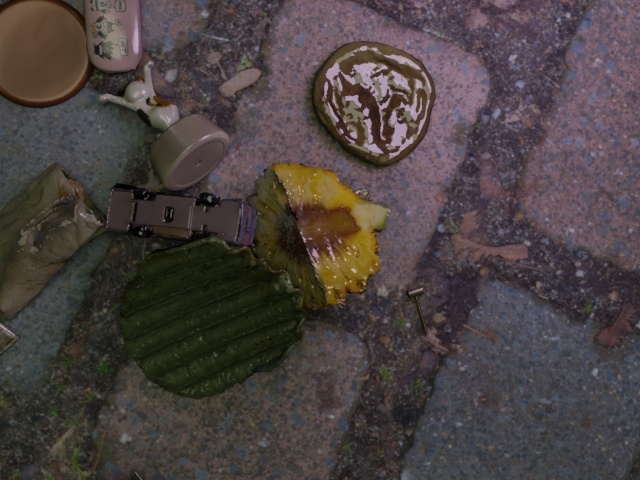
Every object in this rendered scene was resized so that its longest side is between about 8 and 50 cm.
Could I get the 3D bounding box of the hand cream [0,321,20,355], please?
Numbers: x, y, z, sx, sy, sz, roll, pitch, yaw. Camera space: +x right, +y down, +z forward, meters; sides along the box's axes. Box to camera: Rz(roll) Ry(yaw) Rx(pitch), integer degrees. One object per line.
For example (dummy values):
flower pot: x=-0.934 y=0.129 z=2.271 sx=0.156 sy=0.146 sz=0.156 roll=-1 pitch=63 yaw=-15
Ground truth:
hand cream: x=-0.716 y=0.177 z=1.758 sx=0.061 sy=0.039 sz=0.143 roll=-41 pitch=102 yaw=-6

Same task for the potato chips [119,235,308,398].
potato chips: x=-0.241 y=0.160 z=1.695 sx=0.429 sy=0.070 sz=0.358 roll=-25 pitch=115 yaw=22

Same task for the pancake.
pancake: x=0.124 y=-0.322 z=1.865 sx=0.294 sy=0.049 sz=0.294 roll=0 pitch=87 yaw=-8

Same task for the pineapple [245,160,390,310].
pineapple: x=0.003 y=-0.001 z=1.801 sx=0.286 sy=0.209 sz=0.344 roll=-14 pitch=76 yaw=-42

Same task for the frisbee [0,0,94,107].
frisbee: x=-0.619 y=-0.415 z=1.793 sx=0.250 sy=0.021 sz=0.251 roll=0 pitch=89 yaw=-8

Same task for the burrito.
burrito: x=-0.616 y=0.010 z=1.727 sx=0.332 sy=0.135 sz=0.190 roll=-44 pitch=101 yaw=-3

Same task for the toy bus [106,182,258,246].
toy bus: x=-0.283 y=-0.047 z=1.710 sx=0.317 sy=0.138 sz=0.112 roll=9 pitch=89 yaw=20

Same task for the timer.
timer: x=-0.342 y=-0.259 z=1.773 sx=0.175 sy=0.175 sz=0.266 roll=-40 pitch=77 yaw=-6

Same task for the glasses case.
glasses case: x=-0.455 y=-0.519 z=1.786 sx=0.122 sy=0.075 sz=0.314 roll=-3 pitch=88 yaw=-12

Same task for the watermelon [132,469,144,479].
watermelon: x=-0.413 y=0.596 z=1.713 sx=0.188 sy=0.214 sz=0.188 roll=8 pitch=113 yaw=20

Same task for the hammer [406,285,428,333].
hammer: x=0.230 y=0.162 z=1.879 sx=0.035 sy=0.019 sz=0.110 roll=-17 pitch=93 yaw=-7
